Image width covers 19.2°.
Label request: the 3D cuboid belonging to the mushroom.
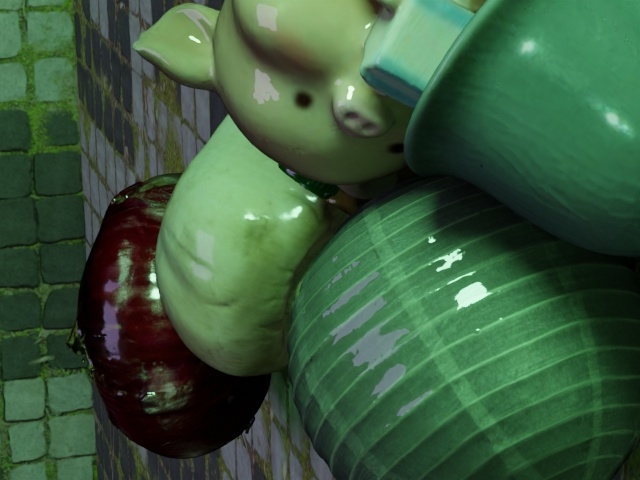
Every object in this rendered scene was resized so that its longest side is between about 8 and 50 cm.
[{"bbox_3d":[0.000,0.000,1.554,0.234,0.254,0.260,30,113,18],"label":"mushroom"}]

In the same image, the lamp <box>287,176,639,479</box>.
[{"bbox_3d":[0.096,0.079,1.164,0.265,0.233,0.233,122,140,-57],"label":"lamp"}]

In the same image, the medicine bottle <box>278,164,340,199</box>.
[{"bbox_3d":[0.060,-0.145,1.253,0.260,0.064,0.095,-55,-10,5],"label":"medicine bottle"}]

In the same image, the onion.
[{"bbox_3d":[-0.132,0.079,2.009,0.314,0.232,0.314,-1,-90,-81],"label":"onion"}]

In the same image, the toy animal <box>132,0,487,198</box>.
[{"bbox_3d":[0.051,-0.142,1.101,0.256,0.195,0.213,-53,21,8],"label":"toy animal"}]

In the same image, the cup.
[{"bbox_3d":[0.165,-0.065,1.009,0.150,0.199,0.199,44,148,18],"label":"cup"}]

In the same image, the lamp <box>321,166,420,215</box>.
[{"bbox_3d":[0.052,-0.106,1.388,0.161,0.161,0.185,102,159,-48],"label":"lamp"}]
